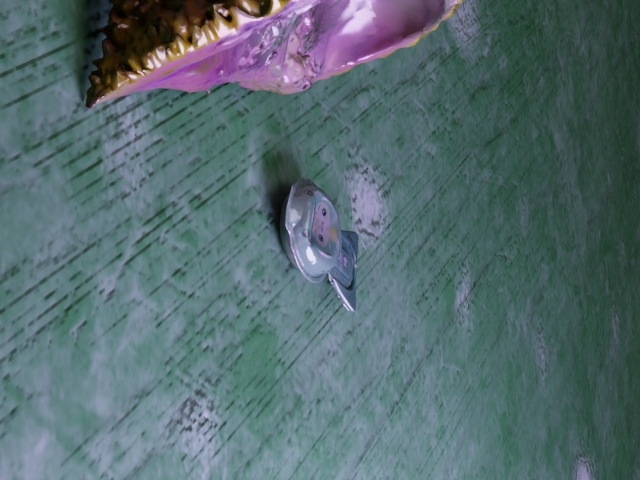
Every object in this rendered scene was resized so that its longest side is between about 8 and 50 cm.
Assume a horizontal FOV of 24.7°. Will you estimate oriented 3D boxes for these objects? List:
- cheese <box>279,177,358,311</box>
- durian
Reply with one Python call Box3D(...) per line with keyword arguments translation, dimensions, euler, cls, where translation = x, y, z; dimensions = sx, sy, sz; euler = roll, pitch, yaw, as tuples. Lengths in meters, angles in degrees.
Box3D(translation=(0.000, 0.000, 0.958), dimensions=(0.121, 0.026, 0.067), euler=(45, 45, -58), cls="cheese")
Box3D(translation=(-0.007, -0.155, 0.827), dimensions=(0.260, 0.186, 0.154), euler=(-33, 122, -80), cls="durian")
